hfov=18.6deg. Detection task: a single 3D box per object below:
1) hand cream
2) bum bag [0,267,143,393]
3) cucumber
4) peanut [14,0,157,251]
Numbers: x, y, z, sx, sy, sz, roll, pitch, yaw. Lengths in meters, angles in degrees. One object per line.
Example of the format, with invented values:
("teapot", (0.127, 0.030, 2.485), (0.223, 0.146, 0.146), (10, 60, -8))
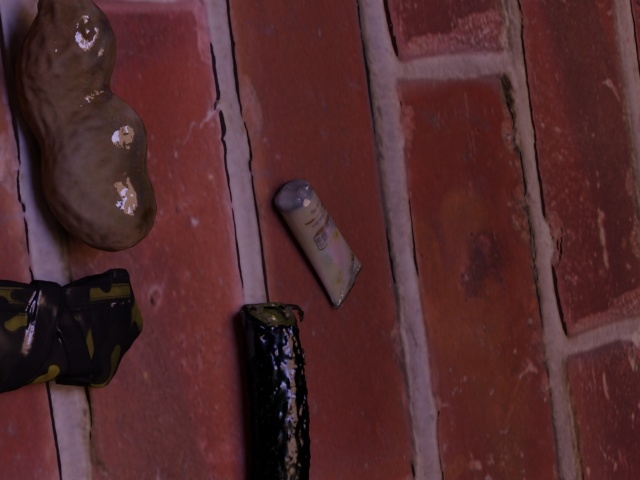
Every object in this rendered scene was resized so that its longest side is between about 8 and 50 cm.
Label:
("hand cream", (0.000, 0.000, 1.924), (0.143, 0.039, 0.061), (57, 45, -36))
("bum bag", (-0.232, 0.075, 1.620), (0.232, 0.060, 0.107), (2, 94, -48))
("cucumber", (-0.038, 0.180, 1.834), (0.067, 0.067, 0.245), (-1, 86, -50))
("peanut", (-0.198, -0.100, 1.644), (0.085, 0.104, 0.228), (-33, 110, -57))
